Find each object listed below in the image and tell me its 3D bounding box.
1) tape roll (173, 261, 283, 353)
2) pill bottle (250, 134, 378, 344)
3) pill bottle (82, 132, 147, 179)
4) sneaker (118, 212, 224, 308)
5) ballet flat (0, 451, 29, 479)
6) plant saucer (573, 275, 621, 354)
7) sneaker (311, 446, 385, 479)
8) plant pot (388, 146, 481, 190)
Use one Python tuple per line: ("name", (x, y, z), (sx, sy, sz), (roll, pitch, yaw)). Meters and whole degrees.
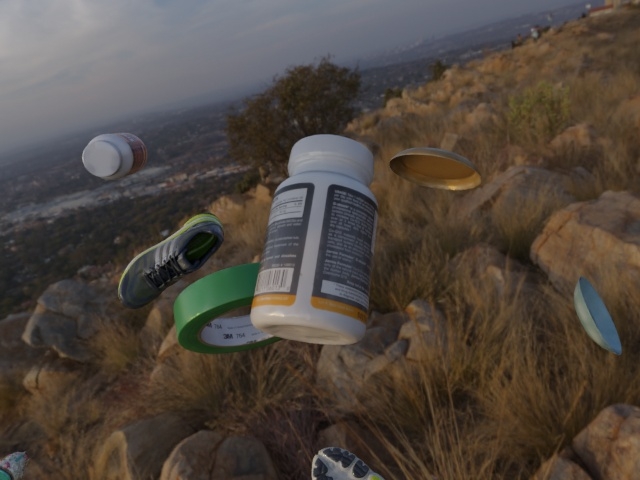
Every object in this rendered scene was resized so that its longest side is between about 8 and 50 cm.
("tape roll", (-0.163, 0.160, 1.063), (0.321, 0.321, 0.077), (-15, 62, -6))
("pill bottle", (0.000, 0.000, 0.683), (0.162, 0.162, 0.278), (-2, 67, 27))
("pill bottle", (-0.396, -0.163, 0.910), (0.086, 0.086, 0.152), (-14, 15, -2))
("sneaker", (-0.349, 0.050, 1.108), (0.300, 0.111, 0.121), (-44, 24, -9))
("ballet flat", (-0.799, 0.610, 1.174), (0.241, 0.091, 0.077), (-42, 7, 20))
("plant saucer", (0.647, 0.181, 1.118), (0.037, 0.195, 0.195), (-30, 8, 35))
("sneaker", (0.100, 0.441, 0.757), (0.275, 0.110, 0.107), (41, 68, 20))
("plant pot", (0.294, -0.185, 1.206), (0.236, 0.032, 0.236), (15, -10, 3))
